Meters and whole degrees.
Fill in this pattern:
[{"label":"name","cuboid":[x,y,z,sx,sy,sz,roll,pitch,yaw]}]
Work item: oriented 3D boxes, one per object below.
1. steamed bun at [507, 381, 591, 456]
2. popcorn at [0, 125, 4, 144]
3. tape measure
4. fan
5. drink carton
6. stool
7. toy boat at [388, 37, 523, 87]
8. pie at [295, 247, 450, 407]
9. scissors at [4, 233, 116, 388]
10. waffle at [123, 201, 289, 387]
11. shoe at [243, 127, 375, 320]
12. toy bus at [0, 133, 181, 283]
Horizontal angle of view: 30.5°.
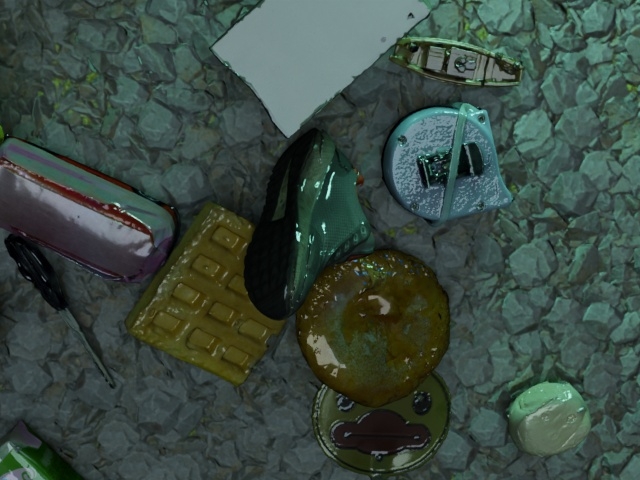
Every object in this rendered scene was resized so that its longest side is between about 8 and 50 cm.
[{"label":"steamed bun","cuboid":[0.363,0.287,1.886,0.129,0.091,0.113,-26,107,1]},{"label":"popcorn","cuboid":[-0.595,-0.199,1.653,0.274,0.335,0.279,-49,122,-3]},{"label":"tape measure","cuboid":[0.185,-0.115,1.791,0.181,0.107,0.182,-21,104,-5]},{"label":"fan","cuboid":[0.097,0.325,1.925,0.229,0.011,0.335,3,100,-3]},{"label":"drink carton","cuboid":[-0.444,0.439,1.876,0.161,0.108,0.271,-43,100,6]},{"label":"stool","cuboid":[-0.002,-0.305,1.674,0.269,0.243,0.170,-41,100,6]},{"label":"toy boat","cuboid":[0.203,-0.268,1.776,0.206,0.072,0.065,10,99,-5]},{"label":"pie","cuboid":[0.087,0.133,1.829,0.273,0.069,0.274,-1,93,-26]},{"label":"scissors","cuboid":[-0.399,0.116,1.836,0.022,0.109,0.300,-39,114,-28]},{"label":"waffle","cuboid":[-0.147,0.084,1.807,0.221,0.055,0.248,31,101,-30]},{"label":"shoe","cuboid":[0.000,0.000,1.734,0.171,0.337,0.132,33,136,-24]},{"label":"toy bus","cuboid":[-0.365,-0.041,1.768,0.302,0.147,0.128,26,105,-6]}]
